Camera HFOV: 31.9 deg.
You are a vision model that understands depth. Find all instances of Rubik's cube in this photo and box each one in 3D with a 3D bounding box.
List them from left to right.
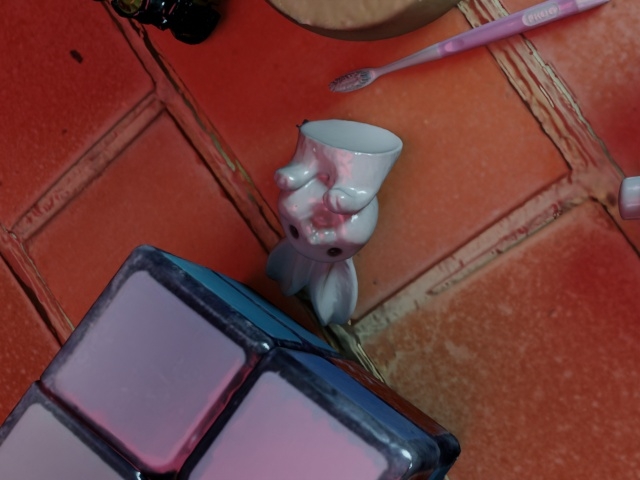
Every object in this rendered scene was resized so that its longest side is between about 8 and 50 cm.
[{"bbox_3d":[-0.093,0.225,1.040,0.316,0.318,0.313,36,90,16],"label":"Rubik's cube"}]

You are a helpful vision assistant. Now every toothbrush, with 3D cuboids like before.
[{"bbox_3d":[0.129,-0.181,1.027,0.286,0.025,0.020,-15,96,31],"label":"toothbrush"}]

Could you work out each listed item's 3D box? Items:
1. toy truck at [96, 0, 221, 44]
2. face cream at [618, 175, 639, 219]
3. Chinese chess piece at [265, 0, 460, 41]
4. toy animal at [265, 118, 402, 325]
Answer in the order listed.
[{"bbox_3d":[-0.212,-0.305,1.131,0.257,0.127,0.127,30,102,20],"label":"toy truck"},{"bbox_3d":[0.360,-0.044,0.890,0.252,0.101,0.101,-5,101,30],"label":"face cream"},{"bbox_3d":[0.038,-0.312,0.997,0.273,0.102,0.273,9,107,29],"label":"Chinese chess piece"},{"bbox_3d":[-0.001,-0.003,1.094,0.104,0.131,0.220,19,116,8],"label":"toy animal"}]
